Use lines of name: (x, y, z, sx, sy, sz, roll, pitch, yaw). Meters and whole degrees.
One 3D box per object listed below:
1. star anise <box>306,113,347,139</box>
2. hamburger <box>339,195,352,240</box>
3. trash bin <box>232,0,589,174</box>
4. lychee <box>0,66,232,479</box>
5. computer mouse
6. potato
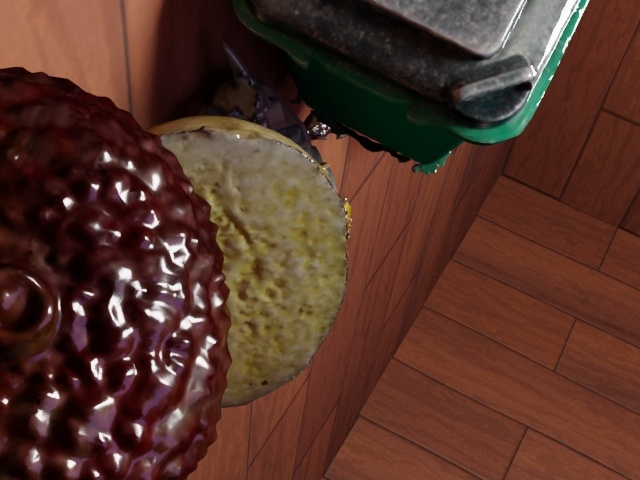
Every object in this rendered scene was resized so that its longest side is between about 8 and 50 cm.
star anise: (0.076, -0.175, 1.211, 0.212, 0.157, 0.054, -30, 105, -63)
hamburger: (0.000, 0.000, 1.340, 0.141, 0.081, 0.127, -56, 165, -33)
trash bin: (0.069, -0.219, 0.864, 0.259, 0.295, 0.381, -62, 177, -7)
lychee: (-0.171, 0.045, 0.451, 0.261, 0.260, 0.261, -58, 165, -25)
computer mouse: (-0.081, -0.032, 0.934, 0.389, 0.114, 0.199, 76, 34, -45)
potato: (-0.102, 0.006, 0.773, 0.116, 0.239, 0.299, -103, -162, -50)
